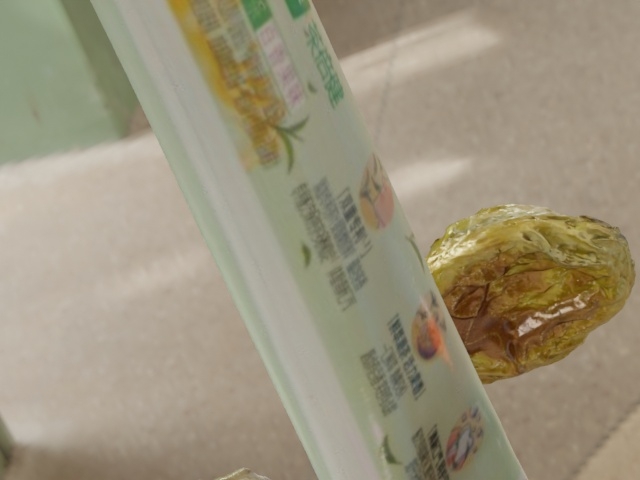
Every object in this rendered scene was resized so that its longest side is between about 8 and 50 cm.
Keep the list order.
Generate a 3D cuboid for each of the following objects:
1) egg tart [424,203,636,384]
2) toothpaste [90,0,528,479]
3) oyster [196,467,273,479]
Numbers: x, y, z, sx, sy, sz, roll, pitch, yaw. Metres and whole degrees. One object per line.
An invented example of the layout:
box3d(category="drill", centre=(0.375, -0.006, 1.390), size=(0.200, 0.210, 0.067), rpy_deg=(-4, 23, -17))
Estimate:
box3d(category="egg tart", centre=(0.095, 0.023, 0.961), size=(0.130, 0.130, 0.052), rpy_deg=(-19, 51, 5))
box3d(category="toothpaste", centre=(0.000, 0.000, 0.534), size=(0.058, 0.314, 0.056), rpy_deg=(-21, 33, 4))
box3d(category="oyster", centre=(-0.036, 0.175, 0.744), size=(0.107, 0.161, 0.233), rpy_deg=(-16, -6, 28))
